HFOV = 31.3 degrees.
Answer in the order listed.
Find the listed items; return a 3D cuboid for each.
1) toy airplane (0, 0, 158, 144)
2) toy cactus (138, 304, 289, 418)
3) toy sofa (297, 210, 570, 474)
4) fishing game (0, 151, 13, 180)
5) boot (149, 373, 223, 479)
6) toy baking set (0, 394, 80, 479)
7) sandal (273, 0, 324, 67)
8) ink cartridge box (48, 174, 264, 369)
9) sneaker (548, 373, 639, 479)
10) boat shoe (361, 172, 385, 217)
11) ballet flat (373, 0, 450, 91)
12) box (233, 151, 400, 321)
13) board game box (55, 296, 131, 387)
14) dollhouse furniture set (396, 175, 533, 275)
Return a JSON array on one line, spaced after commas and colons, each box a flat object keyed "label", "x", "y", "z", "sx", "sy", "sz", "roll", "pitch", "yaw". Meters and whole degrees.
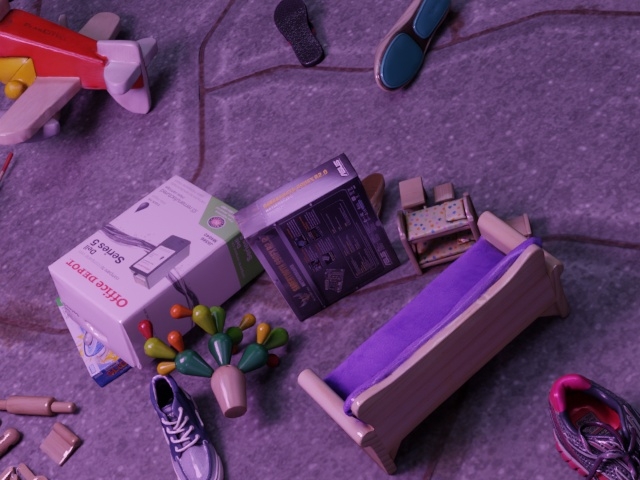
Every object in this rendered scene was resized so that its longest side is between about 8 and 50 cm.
[{"label": "toy airplane", "x": -0.505, "y": -0.317, "z": 2.196, "sx": 0.386, "sy": 0.272, "sz": 0.384, "roll": -11, "pitch": 48, "yaw": -34}, {"label": "toy cactus", "x": -0.148, "y": 0.177, "z": 1.653, "sx": 0.219, "sy": 0.112, "sz": 0.181, "roll": 6, "pitch": 47, "yaw": -28}, {"label": "toy sofa", "x": 0.151, "y": 0.121, "z": 1.536, "sx": 0.362, "sy": 0.177, "sz": 0.150, "roll": -41, "pitch": 47, "yaw": -10}, {"label": "fishing game", "x": -0.732, "y": -0.119, "z": 2.255, "sx": 0.264, "sy": 0.041, "sz": 0.189, "roll": 7, "pitch": 63, "yaw": 23}, {"label": "boot", "x": -0.199, "y": 0.278, "z": 1.630, "sx": 0.069, "sy": 0.086, "sz": 0.190, "roll": -30, "pitch": 46, "yaw": -1}, {"label": "toy baking set", "x": -0.493, "y": 0.325, "z": 1.768, "sx": 0.256, "sy": 0.030, "sz": 0.197, "roll": 2, "pitch": 54, "yaw": 27}, {"label": "sandal", "x": -0.039, "y": -0.391, "z": 2.160, "sx": 0.067, "sy": 0.040, "sz": 0.179, "roll": -28, "pitch": 60, "yaw": 9}, {"label": "ink cartridge box", "x": -0.254, "y": 0.044, "z": 1.796, "sx": 0.198, "sy": 0.115, "sz": 0.273, "roll": 30, "pitch": 57, "yaw": 36}, {"label": "sneaker", "x": 0.375, "y": 0.275, "z": 1.343, "sx": 0.121, "sy": 0.112, "sz": 0.299, "roll": -41, "pitch": 48, "yaw": -11}, {"label": "boat shoe", "x": 0.070, "y": -0.044, "z": 1.804, "sx": 0.050, "sy": 0.045, "sz": 0.135, "roll": 7, "pitch": 59, "yaw": 39}, {"label": "ballet flat", "x": 0.149, "y": -0.352, "z": 2.015, "sx": 0.086, "sy": 0.086, "sz": 0.248, "roll": 16, "pitch": 59, "yaw": 35}, {"label": "box", "x": 0.000, "y": 0.000, "z": 1.671, "sx": 0.183, "sy": 0.231, "sz": 0.056, "roll": -29, "pitch": 49, "yaw": 1}, {"label": "board game box", "x": -0.340, "y": 0.129, "z": 1.858, "sx": 0.136, "sy": 0.035, "sz": 0.201, "roll": -34, "pitch": 46, "yaw": -5}, {"label": "dollhouse furniture set", "x": 0.210, "y": -0.060, "z": 1.711, "sx": 0.181, "sy": 0.101, "sz": 0.161, "roll": -16, "pitch": 47, "yaw": 13}]
